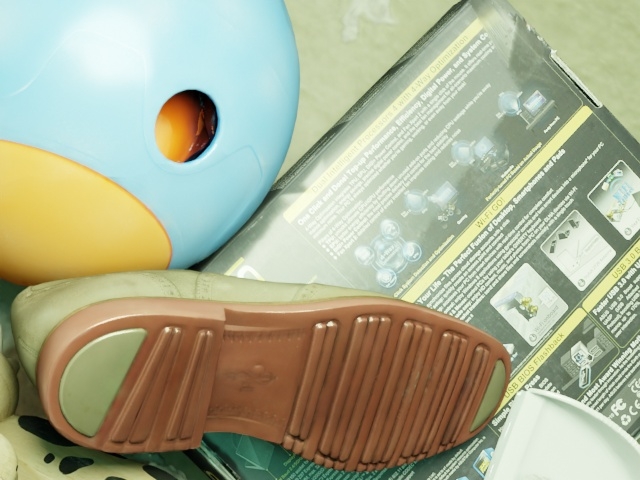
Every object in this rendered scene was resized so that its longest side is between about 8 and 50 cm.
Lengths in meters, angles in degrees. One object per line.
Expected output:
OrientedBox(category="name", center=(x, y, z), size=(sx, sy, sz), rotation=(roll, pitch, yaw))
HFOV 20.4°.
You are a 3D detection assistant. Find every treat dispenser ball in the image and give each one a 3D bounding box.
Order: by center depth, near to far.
OrientedBox(category="treat dispenser ball", center=(-0.158, -0.107, 1.190), size=(0.288, 0.288, 0.288), rotation=(2, 80, -9))

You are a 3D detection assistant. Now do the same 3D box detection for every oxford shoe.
OrientedBox(category="oxford shoe", center=(-0.032, 0.065, 1.152), size=(0.348, 0.130, 0.123), rotation=(10, 108, -33))

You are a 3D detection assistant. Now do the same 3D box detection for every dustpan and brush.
OrientedBox(category="dustpan and brush", center=(0.215, 0.206, 1.238), size=(0.211, 0.060, 0.147), rotation=(23, 83, -18))

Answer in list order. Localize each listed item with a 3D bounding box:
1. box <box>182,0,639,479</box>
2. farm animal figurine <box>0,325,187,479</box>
OrientedBox(category="box", center=(0.088, 0.062, 1.290), size=(0.318, 0.097, 0.395), rotation=(46, 77, -8))
OrientedBox(category="farm animal figurine", center=(-0.212, 0.151, 1.105), size=(0.326, 0.330, 0.172), rotation=(24, 102, -10))
